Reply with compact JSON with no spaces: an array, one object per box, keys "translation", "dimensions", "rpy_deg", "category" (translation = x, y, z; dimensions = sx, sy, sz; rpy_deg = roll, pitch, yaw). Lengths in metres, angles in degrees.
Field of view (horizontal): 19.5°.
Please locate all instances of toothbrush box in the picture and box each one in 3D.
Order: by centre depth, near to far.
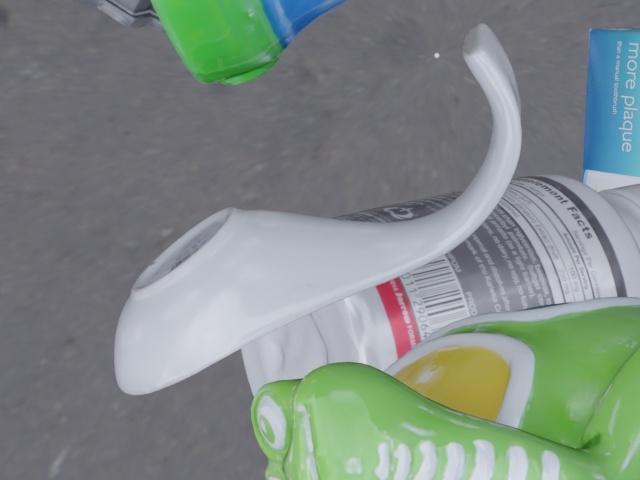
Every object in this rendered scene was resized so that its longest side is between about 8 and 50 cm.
[{"translation":[0.416,-0.097,1.851],"dimensions":[0.296,0.126,0.216],"rpy_deg":[11,104,39],"category":"toothbrush box"}]

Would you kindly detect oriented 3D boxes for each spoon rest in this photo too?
[{"translation":[0.000,0.000,0.994],"dimensions":[0.276,0.137,0.084],"rpy_deg":[-36,103,19],"category":"spoon rest"}]

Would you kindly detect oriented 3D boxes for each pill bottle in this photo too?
[{"translation":[0.118,0.050,1.309],"dimensions":[0.319,0.176,0.176],"rpy_deg":[-12,96,-29],"category":"pill bottle"}]

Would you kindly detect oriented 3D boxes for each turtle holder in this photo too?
[{"translation":[0.106,0.148,0.901],"dimensions":[0.227,0.320,0.243],"rpy_deg":[11,108,36],"category":"turtle holder"}]

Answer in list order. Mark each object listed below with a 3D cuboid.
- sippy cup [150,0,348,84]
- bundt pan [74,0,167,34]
[{"translation":[0.021,-0.201,0.672],"dimensions":[0.224,0.305,0.240],"rpy_deg":[-19,109,2],"category":"sippy cup"},{"translation":[-0.161,-0.282,1.248],"dimensions":[0.331,0.331,0.124],"rpy_deg":[37,110,-1],"category":"bundt pan"}]
